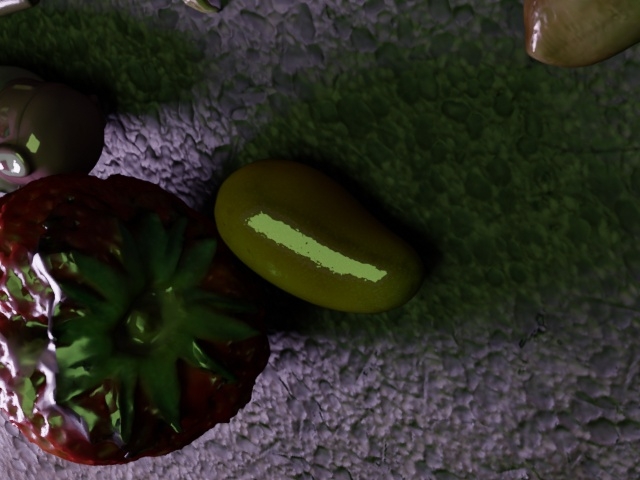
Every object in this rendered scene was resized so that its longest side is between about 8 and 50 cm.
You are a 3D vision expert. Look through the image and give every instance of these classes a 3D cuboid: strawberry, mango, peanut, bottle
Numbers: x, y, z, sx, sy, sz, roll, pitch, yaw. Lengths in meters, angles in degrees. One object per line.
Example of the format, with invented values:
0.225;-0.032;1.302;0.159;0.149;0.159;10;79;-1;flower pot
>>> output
-0.183;0.065;1.300;0.288;0.239;0.250;164;101;-66;strawberry
0.000;0.000;1.203;0.184;0.085;0.102;26;126;14;mango
0.188;-0.162;0.955;0.152;0.076;0.076;-31;92;40;peanut
-0.305;-0.104;1.376;0.253;0.120;0.120;9;119;38;bottle

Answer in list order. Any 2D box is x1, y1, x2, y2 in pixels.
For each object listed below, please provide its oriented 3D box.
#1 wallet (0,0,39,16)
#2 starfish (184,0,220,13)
-0.324;-0.252;1.366;0.153;0.039;0.118;-5;112;38;wallet
-0.158;-0.304;1.195;0.236;0.062;0.277;-40;81;40;starfish
